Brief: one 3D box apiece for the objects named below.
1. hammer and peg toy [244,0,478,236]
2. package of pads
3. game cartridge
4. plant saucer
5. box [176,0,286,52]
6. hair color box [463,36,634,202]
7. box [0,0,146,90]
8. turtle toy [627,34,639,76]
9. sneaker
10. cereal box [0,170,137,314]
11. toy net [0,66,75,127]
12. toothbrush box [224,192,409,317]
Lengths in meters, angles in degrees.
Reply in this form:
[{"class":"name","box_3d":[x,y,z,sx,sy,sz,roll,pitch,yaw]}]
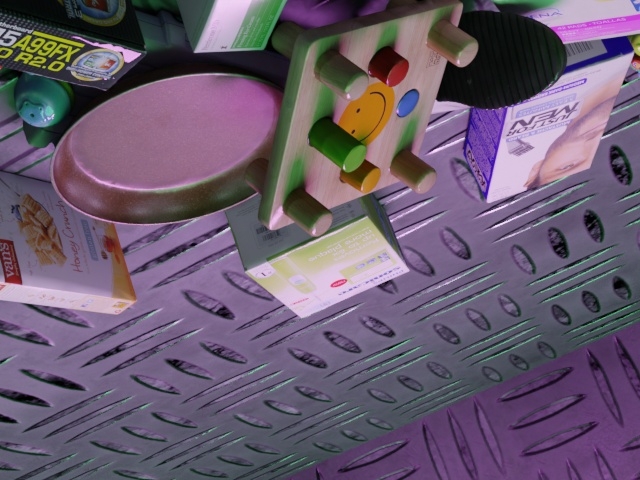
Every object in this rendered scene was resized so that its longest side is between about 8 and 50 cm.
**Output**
[{"class":"hammer and peg toy","box_3d":[0.063,-0.191,1.340,0.266,0.127,0.361,-22,139,-40]},{"class":"package of pads","box_3d":[0.297,-0.326,1.361,0.229,0.101,0.296,-3,165,27]},{"class":"game cartridge","box_3d":[-0.154,-0.166,1.460,0.355,0.068,0.230,11,138,-42]},{"class":"plant saucer","box_3d":[-0.171,-0.119,1.424,0.310,0.050,0.310,-13,154,-7]},{"class":"box","box_3d":[-0.096,-0.268,1.251,0.087,0.102,0.101,-7,154,-25]},{"class":"hair color box","box_3d":[0.325,-0.196,1.745,0.185,0.110,0.339,-19,158,-6]},{"class":"box","box_3d":[-0.266,-0.260,0.922,0.060,0.270,0.216,-36,152,34]},{"class":"turtle toy","box_3d":[0.481,-0.282,1.732,0.095,0.066,0.130,-29,155,19]},{"class":"sneaker","box_3d":[0.188,-0.223,1.498,0.146,0.122,0.330,-17,-170,-43]},{"class":"cereal box","box_3d":[-0.357,0.002,1.536,0.047,0.173,0.240,-33,154,27]},{"class":"toy net","box_3d":[-0.302,-0.215,1.266,0.122,0.045,0.232,28,131,-8]},{"class":"toothbrush box","box_3d":[0.000,0.000,1.886,0.206,0.122,0.283,-24,158,8]}]
